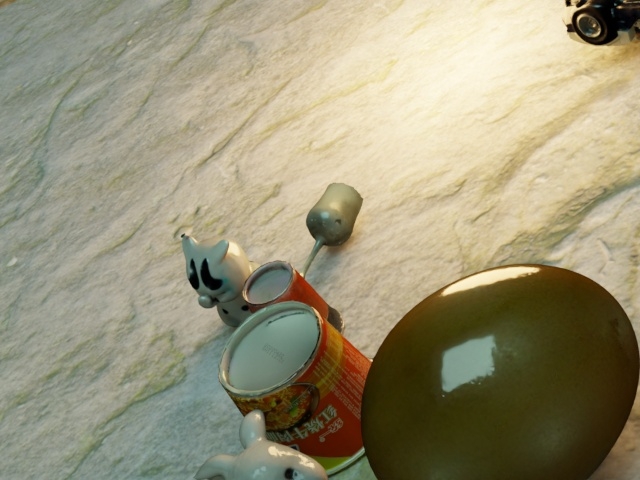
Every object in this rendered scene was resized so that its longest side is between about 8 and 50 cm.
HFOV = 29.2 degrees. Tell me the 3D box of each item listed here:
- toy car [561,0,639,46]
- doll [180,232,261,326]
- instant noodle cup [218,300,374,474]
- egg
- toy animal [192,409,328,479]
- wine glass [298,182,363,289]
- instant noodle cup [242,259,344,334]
[{"bbox_3d":[0.526,-0.370,1.921,0.301,0.118,0.193,10,47,44],"label":"toy car"},{"bbox_3d":[-0.140,0.066,1.921,0.110,0.181,0.107,-3,61,34],"label":"doll"},{"bbox_3d":[-0.030,0.195,1.692,0.213,0.174,0.213,-22,39,19],"label":"instant noodle cup"},{"bbox_3d":[0.210,0.179,1.440,0.351,0.282,0.282,-33,37,-6],"label":"egg"},{"bbox_3d":[-0.054,0.327,1.568,0.127,0.193,0.178,-45,31,-10],"label":"toy animal"},{"bbox_3d":[0.000,0.000,1.955,0.079,0.079,0.195,3,53,39],"label":"wine glass"},{"bbox_3d":[-0.048,0.105,1.833,0.127,0.135,0.127,-20,39,18],"label":"instant noodle cup"}]
